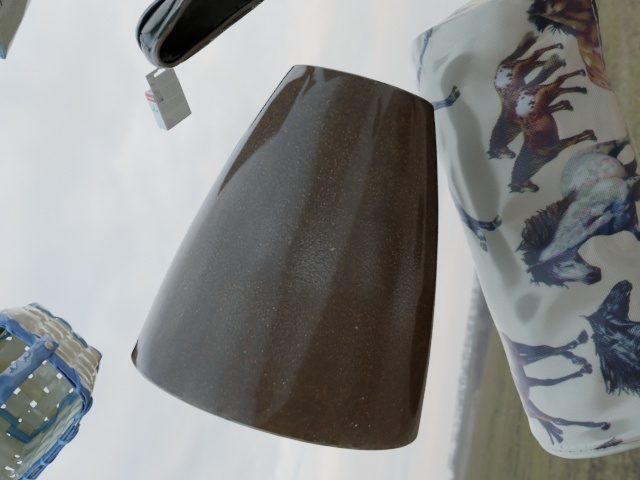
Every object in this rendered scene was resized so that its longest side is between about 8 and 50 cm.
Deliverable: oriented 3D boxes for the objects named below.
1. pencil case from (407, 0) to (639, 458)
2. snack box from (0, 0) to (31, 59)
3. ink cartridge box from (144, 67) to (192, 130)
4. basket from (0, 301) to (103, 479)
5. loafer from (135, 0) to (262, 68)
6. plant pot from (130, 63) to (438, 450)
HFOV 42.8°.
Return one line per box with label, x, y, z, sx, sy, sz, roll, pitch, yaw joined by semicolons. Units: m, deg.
pencil case;0.210;-0.032;0.696;0.160;0.184;0.410;-36;-73;-74
snack box;-0.306;-0.338;0.711;0.322;0.060;0.187;102;177;-58
ink cartridge box;-0.279;-0.262;1.465;0.063;0.029;0.115;-42;-46;-28
basket;-0.418;0.219;1.027;0.255;0.201;0.289;-47;12;11
loafer;-0.089;-0.283;0.886;0.096;0.267;0.084;41;-170;-31
plant pot;0.000;0.000;0.591;0.215;0.215;0.230;-2;-71;-79
